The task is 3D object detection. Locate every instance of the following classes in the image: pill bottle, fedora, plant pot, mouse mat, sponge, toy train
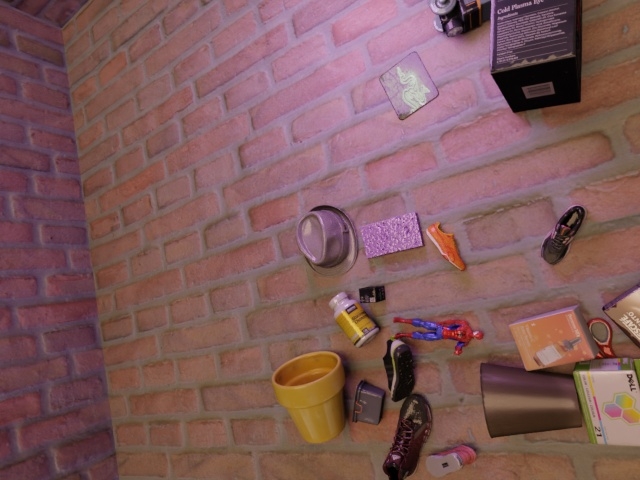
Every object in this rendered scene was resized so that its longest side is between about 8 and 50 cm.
[{"bbox_3d":[0.112,0.274,1.445,0.103,0.103,0.184,-49,66,21],"label":"pill bottle"},{"bbox_3d":[0.000,0.000,1.508,0.243,0.124,0.276,-15,81,31],"label":"fedora"},{"bbox_3d":[-0.019,0.554,1.455,0.253,0.254,0.239,-12,99,31],"label":"plant pot"},{"bbox_3d":[0.296,-0.525,1.405,0.152,0.007,0.190,-31,74,28],"label":"mouse mat"},{"bbox_3d":[0.241,-0.015,1.413,0.210,0.031,0.117,-15,81,31],"label":"sponge"},{"bbox_3d":[0.416,-0.797,1.268,0.190,0.142,0.334,-14,79,19],"label":"toy train"}]

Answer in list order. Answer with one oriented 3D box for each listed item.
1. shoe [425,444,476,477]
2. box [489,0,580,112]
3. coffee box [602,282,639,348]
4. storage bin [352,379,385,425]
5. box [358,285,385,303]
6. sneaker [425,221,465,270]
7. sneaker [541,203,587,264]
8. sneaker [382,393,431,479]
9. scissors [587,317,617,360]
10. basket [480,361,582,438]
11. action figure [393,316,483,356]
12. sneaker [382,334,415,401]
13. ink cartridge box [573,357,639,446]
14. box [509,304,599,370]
[{"bbox_3d":[0.403,0.682,1.281,0.178,0.081,0.064,-58,45,50],"label":"shoe"},{"bbox_3d":[0.554,-0.535,1.045,0.178,0.343,0.313,0,89,33],"label":"box"},{"bbox_3d":[0.842,0.148,0.994,0.246,0.098,0.141,-46,67,23],"label":"coffee box"},{"bbox_3d":[0.166,0.563,1.417,0.091,0.098,0.135,8,93,21],"label":"storage bin"},{"bbox_3d":[0.178,0.184,1.417,0.062,0.083,0.052,-8,86,31],"label":"box"},{"bbox_3d":[0.401,0.018,1.296,0.067,0.064,0.175,-38,73,15],"label":"sneaker"},{"bbox_3d":[0.656,-0.020,1.127,0.072,0.077,0.178,26,103,31],"label":"sneaker"},{"bbox_3d":[0.268,0.641,1.304,0.106,0.162,0.282,10,94,32],"label":"sneaker"},{"bbox_3d":[0.768,0.343,1.086,0.109,0.021,0.297,-34,73,26],"label":"scissors"},{"bbox_3d":[0.573,0.437,1.131,0.226,0.154,0.205,-10,79,28],"label":"basket"},{"bbox_3d":[0.351,0.290,1.281,0.280,0.139,0.092,-3,89,29],"label":"action figure"},{"bbox_3d":[0.252,0.417,1.362,0.097,0.084,0.235,37,132,56],"label":"sneaker"},{"bbox_3d":[0.784,0.390,1.008,0.255,0.097,0.189,-15,86,36],"label":"ink cartridge box"},{"bbox_3d":[0.626,0.263,1.117,0.170,0.091,0.130,-29,72,38],"label":"box"}]
